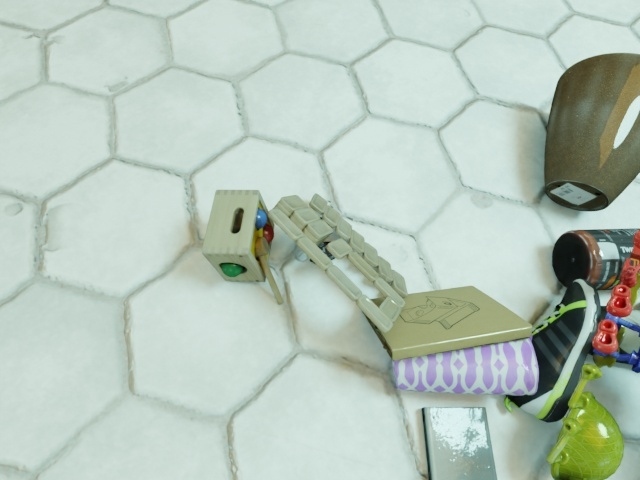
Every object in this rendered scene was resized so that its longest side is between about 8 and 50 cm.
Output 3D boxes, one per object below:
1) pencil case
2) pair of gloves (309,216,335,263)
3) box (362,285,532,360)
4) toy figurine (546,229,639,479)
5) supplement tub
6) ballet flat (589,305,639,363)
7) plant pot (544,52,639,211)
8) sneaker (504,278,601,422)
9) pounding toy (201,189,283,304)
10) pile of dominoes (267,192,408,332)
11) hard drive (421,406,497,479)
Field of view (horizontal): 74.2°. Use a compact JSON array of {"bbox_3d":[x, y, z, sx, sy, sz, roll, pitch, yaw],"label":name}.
[{"bbox_3d":[0.202,0.176,0.614,0.206,0.086,0.088,0,36,13],"label":"pencil case"},{"bbox_3d":[0.000,0.000,0.746,0.074,0.010,0.083,-27,72,-18],"label":"pair of gloves"},{"bbox_3d":[0.176,0.115,0.637,0.201,0.164,0.021,-7,106,-8],"label":"box"},{"bbox_3d":[0.451,0.171,0.510,0.217,0.191,0.363,20,74,37],"label":"toy figurine"},{"bbox_3d":[0.516,0.031,0.723,0.197,0.106,0.106,-2,64,-5],"label":"supplement tub"},{"bbox_3d":[0.541,0.155,0.669,0.280,0.096,0.095,13,65,2],"label":"ballet flat"},{"bbox_3d":[0.514,-0.179,0.788,0.215,0.215,0.231,27,80,8],"label":"plant pot"},{"bbox_3d":[0.346,0.156,0.647,0.097,0.084,0.235,21,76,19],"label":"sneaker"},{"bbox_3d":[-0.112,0.013,0.674,0.100,0.130,0.141,1,63,9],"label":"pounding toy"},{"bbox_3d":[0.029,0.027,0.667,0.251,0.040,0.196,45,24,10],"label":"pile of dominoes"},{"bbox_3d":[0.199,0.311,0.604,0.094,0.022,0.135,2,64,-4],"label":"hard drive"}]
